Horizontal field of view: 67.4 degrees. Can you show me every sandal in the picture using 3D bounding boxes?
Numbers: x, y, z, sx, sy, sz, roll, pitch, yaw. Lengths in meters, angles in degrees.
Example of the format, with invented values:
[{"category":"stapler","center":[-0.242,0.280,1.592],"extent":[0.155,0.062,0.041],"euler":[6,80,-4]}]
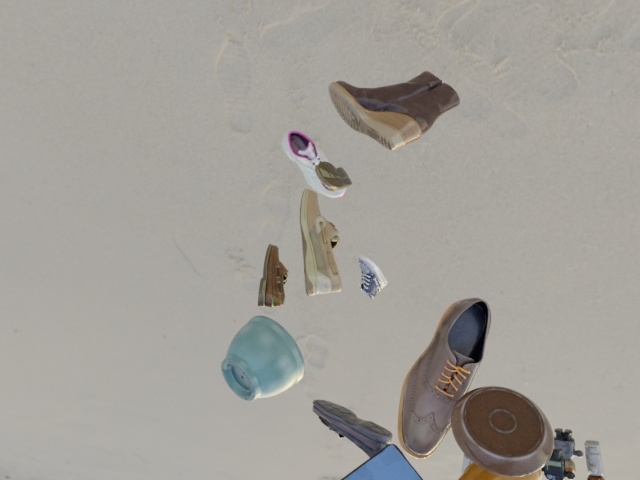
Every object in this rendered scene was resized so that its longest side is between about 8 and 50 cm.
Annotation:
[{"category":"sandal","center":[0.028,-0.153,1.206],"extent":[0.049,0.072,0.180],"euler":[-29,173,21]}]

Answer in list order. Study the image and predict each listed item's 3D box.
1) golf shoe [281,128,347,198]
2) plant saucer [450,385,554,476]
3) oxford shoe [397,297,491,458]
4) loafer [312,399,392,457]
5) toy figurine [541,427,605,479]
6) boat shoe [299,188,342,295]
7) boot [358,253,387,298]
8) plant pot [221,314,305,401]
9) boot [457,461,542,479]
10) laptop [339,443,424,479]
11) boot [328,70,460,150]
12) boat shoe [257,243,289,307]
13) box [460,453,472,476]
[{"category":"golf shoe","center":[-0.024,-0.268,1.689],"extent":[0.306,0.115,0.140],"euler":[45,177,-1]},{"category":"plant saucer","center":[0.312,0.315,0.825],"extent":[0.168,0.168,0.029],"euler":[4,128,14]},{"category":"oxford shoe","center":[0.261,0.282,1.019],"extent":[0.129,0.364,0.133],"euler":[22,166,9]},{"category":"loafer","center":[0.080,0.580,1.471],"extent":[0.302,0.095,0.109],"euler":[10,175,44]},{"category":"toy figurine","center":[0.696,0.650,1.396],"extent":[0.209,0.148,0.213],"euler":[-1,173,-12]},{"category":"boat shoe","center":[0.000,0.000,1.390],"extent":[0.110,0.341,0.122],"euler":[-5,152,-2]},{"category":"boot","center":[0.166,0.130,1.656],"extent":[0.069,0.086,0.190],"euler":[28,165,46]},{"category":"plant pot","center":[-0.227,0.445,1.718],"extent":[0.293,0.196,0.293],"euler":[23,129,31]},{"category":"boot","center":[0.259,0.503,0.828],"extent":[0.295,0.211,0.104],"euler":[-29,99,17]},{"category":"laptop","center":[0.098,0.460,0.535],"extent":[0.236,0.381,0.408],"euler":[64,152,3]},{"category":"boot","center":[0.163,-0.324,1.096],"extent":[0.248,0.206,0.090],"euler":[45,164,24]},{"category":"boat shoe","center":[-0.176,0.141,1.876],"extent":[0.104,0.307,0.111],"euler":[5,136,-3]},{"category":"box","center":[0.491,0.685,1.411],"extent":[0.145,0.186,0.038],"euler":[9,172,-1]}]
